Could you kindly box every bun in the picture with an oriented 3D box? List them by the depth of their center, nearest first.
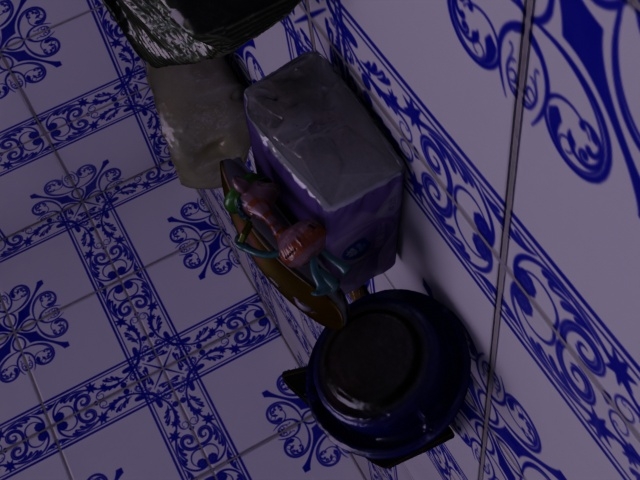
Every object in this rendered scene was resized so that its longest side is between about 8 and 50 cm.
[{"bbox_3d":[-0.259,-0.294,2.116,0.360,0.211,0.359,163,90,-85],"label":"bun"}]

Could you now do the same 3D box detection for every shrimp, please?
[{"bbox_3d":[0.071,0.103,1.958,0.178,0.034,0.124,66,176,-25],"label":"shrimp"}]

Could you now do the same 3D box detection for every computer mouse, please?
[{"bbox_3d":[-0.067,0.011,1.409,0.310,0.072,0.158,51,168,20],"label":"computer mouse"}]

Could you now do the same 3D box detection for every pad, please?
[{"bbox_3d":[0.084,0.252,1.675,0.315,0.063,0.375,38,-165,22],"label":"pad"}]

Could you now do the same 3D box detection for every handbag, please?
[{"bbox_3d":[-0.188,-0.402,1.247,0.340,0.247,0.240,61,157,-8],"label":"handbag"}]

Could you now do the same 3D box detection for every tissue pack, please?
[{"bbox_3d":[0.004,-0.086,1.427,0.242,0.160,0.338,54,168,22],"label":"tissue pack"}]

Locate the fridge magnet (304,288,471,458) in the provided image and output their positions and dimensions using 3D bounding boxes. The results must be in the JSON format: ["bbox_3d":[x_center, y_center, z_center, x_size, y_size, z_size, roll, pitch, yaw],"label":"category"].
[{"bbox_3d":[0.095,0.194,1.414,0.265,0.265,0.112,56,-174,36],"label":"fridge magnet"}]

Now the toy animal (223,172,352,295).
[{"bbox_3d":[-0.054,-0.003,1.281,0.208,0.103,0.100,44,172,13],"label":"toy animal"}]
